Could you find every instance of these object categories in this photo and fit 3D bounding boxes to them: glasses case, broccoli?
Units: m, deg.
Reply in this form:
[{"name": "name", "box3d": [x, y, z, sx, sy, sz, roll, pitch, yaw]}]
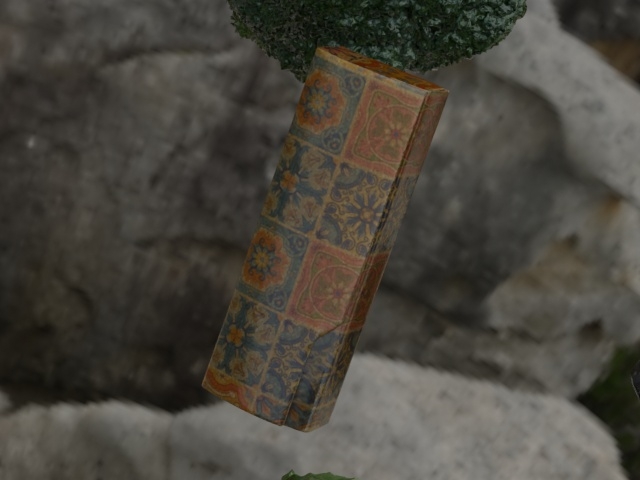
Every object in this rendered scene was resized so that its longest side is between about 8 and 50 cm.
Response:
[{"name": "glasses case", "box3d": [0.000, 0.000, 1.023, 0.075, 0.218, 0.049, 25, 15, 20]}, {"name": "broccoli", "box3d": [0.030, -0.280, 1.386, 0.304, 0.321, 0.283, 51, 33, -18]}]

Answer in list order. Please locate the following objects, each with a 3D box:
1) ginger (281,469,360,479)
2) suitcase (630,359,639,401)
[{"name": "ginger", "box3d": [-0.061, 0.223, 0.899, 0.089, 0.137, 0.290, 59, 35, -12]}, {"name": "suitcase", "box3d": [0.349, 0.079, 0.852, 0.230, 0.335, 0.152, 63, 22, 6]}]
